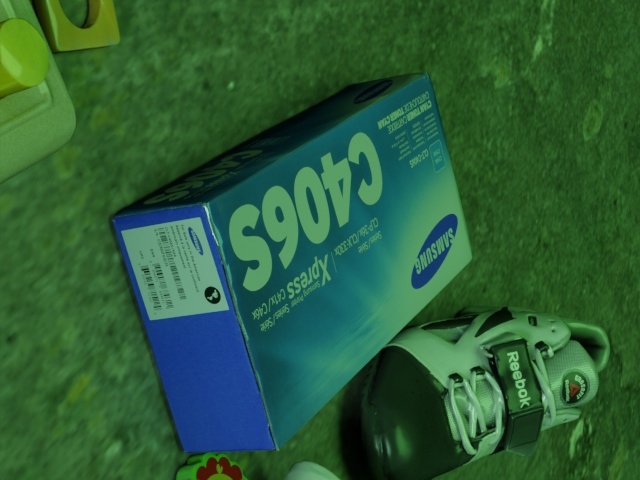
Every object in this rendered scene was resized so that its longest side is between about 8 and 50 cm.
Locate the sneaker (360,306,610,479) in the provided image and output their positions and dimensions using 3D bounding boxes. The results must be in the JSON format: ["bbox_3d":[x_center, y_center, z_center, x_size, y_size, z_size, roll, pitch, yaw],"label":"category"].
[{"bbox_3d":[0.149,0.117,1.103,0.330,0.146,0.122,-25,107,-57],"label":"sneaker"}]

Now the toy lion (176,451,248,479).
[{"bbox_3d":[-0.073,0.182,0.821,0.100,0.034,0.096,6,72,-59],"label":"toy lion"}]

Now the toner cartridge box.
[{"bbox_3d":[0.000,0.000,0.936,0.348,0.075,0.165,-38,117,-56],"label":"toner cartridge box"}]

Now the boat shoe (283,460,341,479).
[{"bbox_3d":[0.045,0.245,0.953,0.267,0.096,0.088,42,53,-38],"label":"boat shoe"}]

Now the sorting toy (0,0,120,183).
[{"bbox_3d":[-0.196,-0.111,0.650,0.347,0.047,0.196,-44,121,-54],"label":"sorting toy"}]
